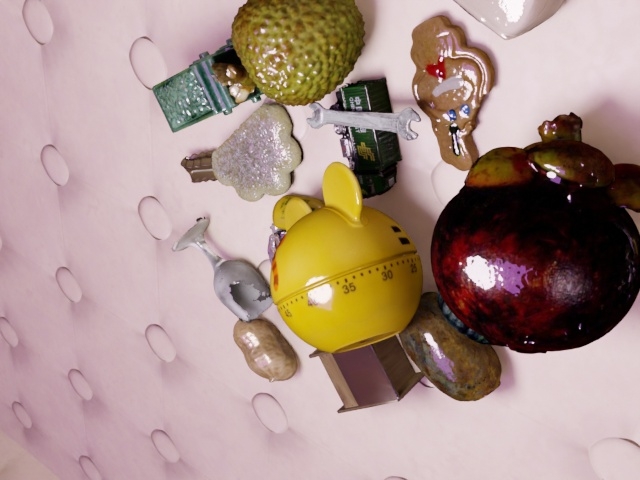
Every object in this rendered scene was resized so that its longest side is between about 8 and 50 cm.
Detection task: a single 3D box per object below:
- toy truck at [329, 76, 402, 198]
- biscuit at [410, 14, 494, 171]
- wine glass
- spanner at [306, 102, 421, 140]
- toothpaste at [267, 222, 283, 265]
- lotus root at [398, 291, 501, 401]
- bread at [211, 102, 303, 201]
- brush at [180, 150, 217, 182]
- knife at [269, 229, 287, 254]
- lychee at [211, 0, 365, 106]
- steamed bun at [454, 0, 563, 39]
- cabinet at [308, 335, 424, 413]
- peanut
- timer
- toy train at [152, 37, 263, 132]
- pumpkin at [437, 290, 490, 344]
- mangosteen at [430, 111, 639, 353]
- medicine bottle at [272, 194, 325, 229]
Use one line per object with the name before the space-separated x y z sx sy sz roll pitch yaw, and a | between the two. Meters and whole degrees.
toy truck | 0.103 -0.224 1.799 0.121 0.088 0.259 3 113 40
biscuit | 0.269 -0.296 1.643 0.183 0.047 0.319 15 124 39
wine glass | -0.270 0.086 2.270 0.321 0.143 0.143 44 135 11
spanner | 0.087 -0.260 1.722 0.302 0.017 0.071 13 118 37
toothpaste | -0.103 0.087 2.185 0.075 0.048 0.301 13 123 32
lotus root | 0.293 0.249 1.843 0.275 0.152 0.160 47 131 11
bread | -0.151 -0.202 2.028 0.207 0.056 0.286 49 125 3
brush | -0.241 -0.202 2.144 0.301 0.071 0.084 -3 127 33
knife | -0.035 0.131 2.133 0.043 0.089 0.365 -115 2 -77
lychee | -0.062 -0.409 1.696 0.270 0.320 0.270 48 170 11
steamed bun | 0.319 -0.489 1.414 0.241 0.146 0.164 45 138 16
cabinet | 0.119 0.314 2.039 0.215 0.148 0.174 -24 95 42
peanut | -0.163 0.314 2.304 0.224 0.129 0.129 49 136 13
timer | 0.048 0.043 1.785 0.376 0.376 0.386 -30 75 46
toy train | -0.259 -0.375 1.929 0.299 0.238 0.166 -14 106 46
pumpkin | 0.340 0.137 1.708 0.202 0.202 0.140 37 115 21
mangosteen | 0.414 0.004 1.479 0.381 0.421 0.381 31 170 6
medicine bottle | 0.001 -0.059 1.986 0.261 0.095 0.064 9 155 31
